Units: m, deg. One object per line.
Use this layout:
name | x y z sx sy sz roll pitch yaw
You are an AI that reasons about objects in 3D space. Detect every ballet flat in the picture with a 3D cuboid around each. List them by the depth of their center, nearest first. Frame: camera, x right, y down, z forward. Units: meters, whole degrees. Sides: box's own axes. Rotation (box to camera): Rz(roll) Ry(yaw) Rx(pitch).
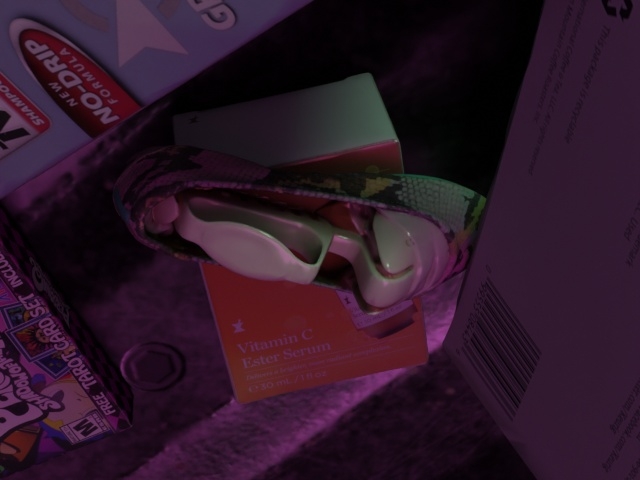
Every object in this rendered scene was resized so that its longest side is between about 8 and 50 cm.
ballet flat | 0.000 0.000 0.583 0.221 0.079 0.077 9 119 -17

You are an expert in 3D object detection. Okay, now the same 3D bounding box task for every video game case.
video game case | -0.268 0.074 0.719 0.210 0.042 0.232 -21 125 6

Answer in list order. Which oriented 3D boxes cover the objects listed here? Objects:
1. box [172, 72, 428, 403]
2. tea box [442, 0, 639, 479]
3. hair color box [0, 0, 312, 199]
box | -0.011 0.000 0.687 0.130 0.091 0.170 -13 125 -1
tea box | 0.272 -0.020 0.541 0.323 0.220 0.329 -20 146 -22
hair color box | -0.022 -0.186 0.446 0.374 0.185 0.113 -27 123 27
